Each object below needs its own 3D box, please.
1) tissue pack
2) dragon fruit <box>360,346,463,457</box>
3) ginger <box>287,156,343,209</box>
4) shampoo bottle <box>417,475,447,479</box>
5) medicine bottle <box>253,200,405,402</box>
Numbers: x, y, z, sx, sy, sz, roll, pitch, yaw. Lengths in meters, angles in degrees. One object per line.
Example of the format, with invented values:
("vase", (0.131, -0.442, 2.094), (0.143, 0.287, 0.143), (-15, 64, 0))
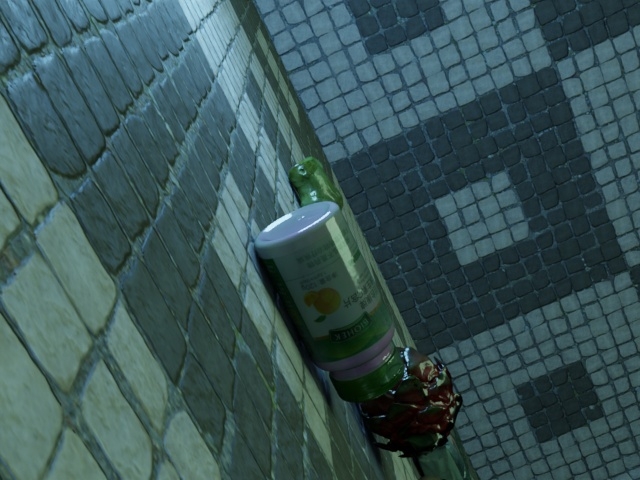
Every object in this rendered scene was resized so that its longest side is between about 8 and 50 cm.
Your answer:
("tissue pack", (0.288, 0.505, 2.124), (0.315, 0.103, 0.227), (-96, 163, -69))
("dragon fruit", (0.146, 0.268, 1.500), (0.182, 0.182, 0.188), (-53, 120, -83))
("ginger", (0.016, -0.056, 1.977), (0.289, 0.089, 0.137), (67, 11, 14))
("shampoo bottle", (0.191, 0.461, 1.447), (0.127, 0.078, 0.257), (57, 12, -3))
("medicine bottle", (0.020, 0.091, 1.250), (0.133, 0.134, 0.274), (-96, 161, -72))
